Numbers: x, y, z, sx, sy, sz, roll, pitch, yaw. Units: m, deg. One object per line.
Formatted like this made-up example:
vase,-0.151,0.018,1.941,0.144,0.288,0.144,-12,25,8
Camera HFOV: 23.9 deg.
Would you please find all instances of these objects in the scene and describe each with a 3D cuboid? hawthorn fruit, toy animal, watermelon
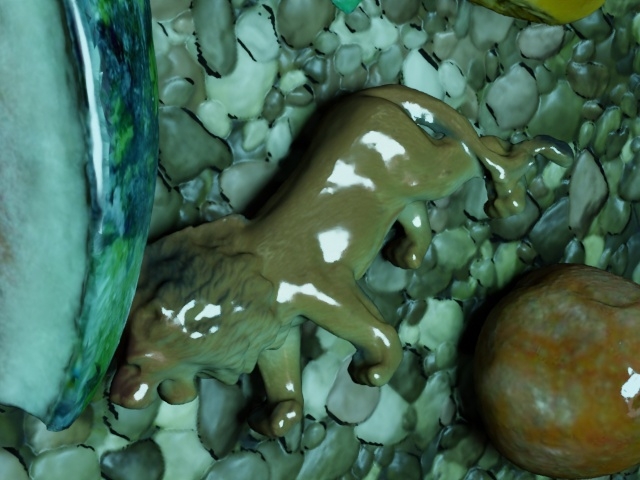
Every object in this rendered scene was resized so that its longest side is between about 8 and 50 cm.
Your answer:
hawthorn fruit,0.181,0.080,0.998,0.149,0.189,0.149,12,65,-27
toy animal,0.000,0.000,0.894,0.312,0.097,0.157,-49,118,-20
watermelon,-0.187,-0.106,0.651,0.292,0.283,0.250,23,97,-16

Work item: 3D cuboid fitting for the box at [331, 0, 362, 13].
box,-0.042,-0.304,0.753,0.336,0.106,0.264,41,76,-20

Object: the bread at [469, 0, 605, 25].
bread,0.141,-0.284,0.910,0.167,0.132,0.294,22,89,-31
